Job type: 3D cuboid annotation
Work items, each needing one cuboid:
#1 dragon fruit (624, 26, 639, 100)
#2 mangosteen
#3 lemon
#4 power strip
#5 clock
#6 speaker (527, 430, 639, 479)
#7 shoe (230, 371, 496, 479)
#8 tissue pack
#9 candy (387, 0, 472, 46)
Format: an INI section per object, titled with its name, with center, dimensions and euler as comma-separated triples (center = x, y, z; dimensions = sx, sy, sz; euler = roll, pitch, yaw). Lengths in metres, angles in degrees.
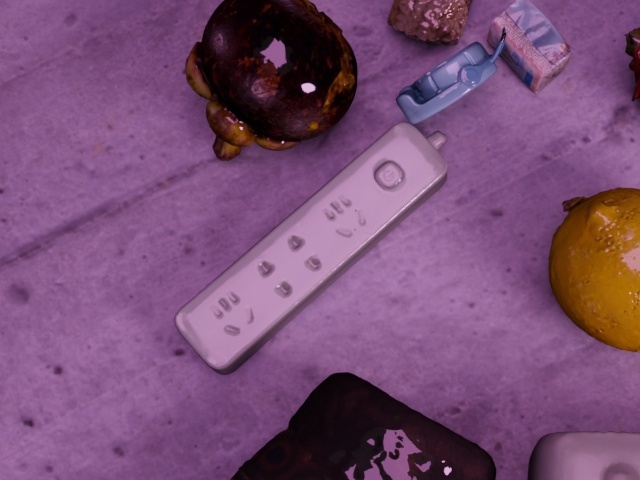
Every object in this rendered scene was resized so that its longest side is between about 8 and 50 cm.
[dragon fruit]
center = 0.466, -0.177, 1.444
dimensions = 0.274, 0.193, 0.192
euler = 23, 74, -1
[mangosteen]
center = -0.065, -0.182, 1.501
dimensions = 0.192, 0.192, 0.217
euler = 44, 108, 12
[lemon]
center = 0.341, 0.035, 1.414
dimensions = 0.206, 0.173, 0.173
euler = 42, 83, -11
[power strip]
center = 0.000, 0.000, 1.505
dimensions = 0.385, 0.062, 0.091
euler = -41, 80, -4
[clock]
center = 0.159, -0.191, 1.495
dimensions = 0.147, 0.108, 0.045
euler = -32, 97, 17
[speaker]
center = 0.412, 0.303, 1.345
dimensions = 0.406, 0.183, 0.184
euler = 1, 72, 5
[shoe]
center = 0.100, 0.315, 1.368
dimensions = 0.384, 0.171, 0.237
euler = 42, 88, 20
[tissue pack]
center = 0.247, -0.229, 1.531
dimensions = 0.058, 0.074, 0.094
euler = -39, 80, -7
[candy]
center = 0.135, -0.289, 1.556
dimensions = 0.095, 0.085, 0.110
euler = 23, 91, 18
